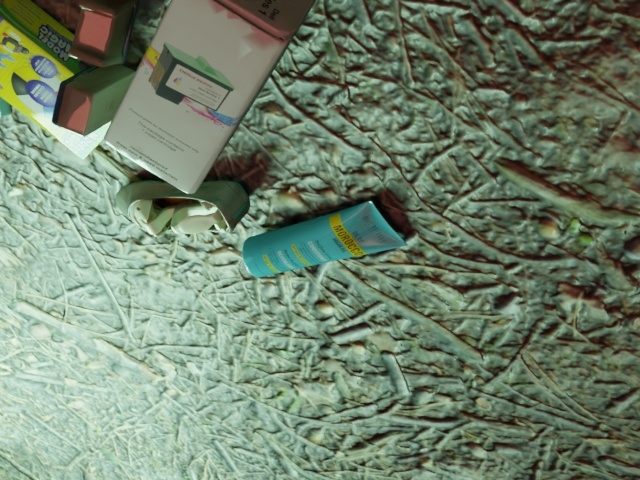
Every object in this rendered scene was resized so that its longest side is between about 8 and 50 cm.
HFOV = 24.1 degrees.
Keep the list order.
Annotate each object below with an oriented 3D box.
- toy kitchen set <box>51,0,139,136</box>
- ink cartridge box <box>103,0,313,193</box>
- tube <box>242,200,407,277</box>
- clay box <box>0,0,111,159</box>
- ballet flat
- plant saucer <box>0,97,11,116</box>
[{"bbox_3d":[-0.284,-0.249,1.651,0.166,0.122,0.207,22,113,9],"label":"toy kitchen set"},{"bbox_3d":[-0.091,-0.209,1.501,0.117,0.201,0.278,32,142,-5],"label":"ink cartridge box"},{"bbox_3d":[0.000,0.000,1.822,0.207,0.052,0.080,-15,136,34],"label":"tube"},{"bbox_3d":[-0.310,-0.186,1.787,0.222,0.053,0.127,39,141,-13],"label":"clay box"},{"bbox_3d":[-0.185,-0.037,1.870,0.213,0.068,0.072,-3,133,34],"label":"ballet flat"},{"bbox_3d":[-0.483,-0.206,1.900,0.192,0.018,0.067,19,142,12],"label":"plant saucer"}]
